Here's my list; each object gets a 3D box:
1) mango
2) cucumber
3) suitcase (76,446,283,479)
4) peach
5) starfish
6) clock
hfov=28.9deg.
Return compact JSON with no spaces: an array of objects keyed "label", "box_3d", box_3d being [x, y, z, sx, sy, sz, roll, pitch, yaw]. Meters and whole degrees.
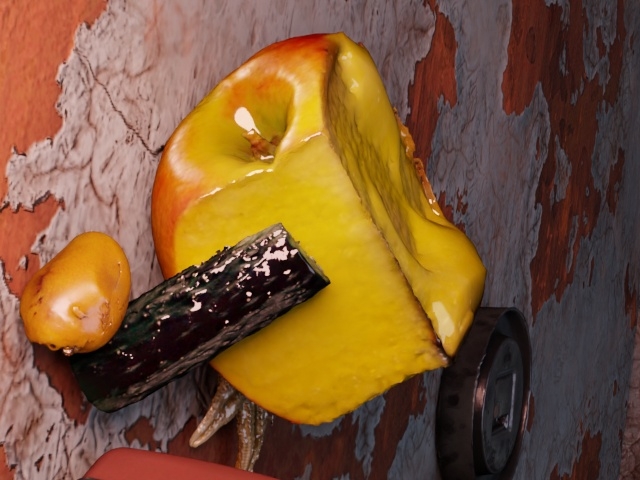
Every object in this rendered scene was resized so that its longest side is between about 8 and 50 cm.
[{"label":"mango","box_3d":[-0.186,0.038,0.979,0.077,0.063,0.127,37,38,-15]},{"label":"cucumber","box_3d":[-0.098,0.067,1.005,0.078,0.211,0.062,56,14,-29]},{"label":"suitcase","box_3d":[-0.092,0.325,1.045,0.161,0.236,0.297,-58,144,-42]},{"label":"peach","box_3d":[0.000,0.000,1.175,0.380,0.242,0.306,52,24,-33]},{"label":"starfish","box_3d":[-0.061,0.141,1.295,0.247,0.050,0.138,-64,150,-31]},{"label":"clock","box_3d":[0.268,0.261,2.001,0.319,0.066,0.319,-25,118,-61]}]
